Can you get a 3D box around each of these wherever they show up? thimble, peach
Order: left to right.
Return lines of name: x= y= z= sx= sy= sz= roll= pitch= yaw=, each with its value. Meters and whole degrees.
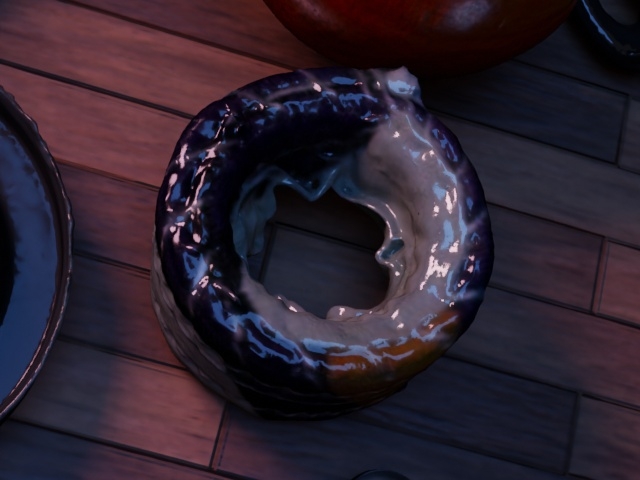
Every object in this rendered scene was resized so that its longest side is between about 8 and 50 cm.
thimble: x=0.000 y=0.000 z=0.908 sx=0.237 sy=0.150 sz=0.237 roll=3 pitch=71 yaw=-10
peach: x=0.055 y=-0.235 z=0.942 sx=0.275 sy=0.248 sz=0.245 roll=0 pitch=84 yaw=-6

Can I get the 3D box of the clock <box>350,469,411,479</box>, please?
clock: x=0.048 y=0.328 z=0.865 sx=0.273 sy=0.049 sz=0.279 roll=44 pitch=70 yaw=5

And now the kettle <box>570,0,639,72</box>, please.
kettle: x=0.279 y=-0.258 z=1.057 sx=0.202 sy=0.144 sz=0.232 roll=-17 pitch=79 yaw=4

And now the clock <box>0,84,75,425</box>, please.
clock: x=-0.326 y=0.013 z=0.879 sx=0.325 sy=0.067 sz=0.325 roll=3 pitch=72 yaw=-10
